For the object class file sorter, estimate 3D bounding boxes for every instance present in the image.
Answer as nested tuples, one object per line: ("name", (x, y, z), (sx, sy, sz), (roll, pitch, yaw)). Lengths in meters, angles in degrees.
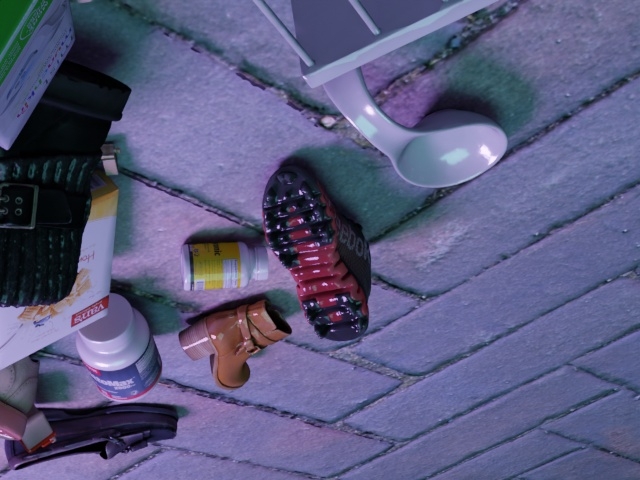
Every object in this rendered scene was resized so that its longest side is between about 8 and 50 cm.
("file sorter", (0.063, -0.297, 0.852), (0.278, 0.192, 0.173), (-22, 143, 19))

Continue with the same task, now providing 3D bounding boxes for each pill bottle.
("pill bottle", (-0.300, 0.155, 1.529), (0.108, 0.108, 0.180), (-9, 147, -2))
("pill bottle", (-0.132, 0.034, 1.427), (0.116, 0.065, 0.065), (-3, 147, -12))

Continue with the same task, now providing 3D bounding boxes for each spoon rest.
("spoon rest", (0.114, -0.127, 1.229), (0.137, 0.084, 0.276), (-33, 140, 32))

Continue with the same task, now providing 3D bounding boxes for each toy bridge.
("toy bridge", (-0.327, -0.095, 1.207), (0.188, 0.026, 0.063), (-7, 146, -6))

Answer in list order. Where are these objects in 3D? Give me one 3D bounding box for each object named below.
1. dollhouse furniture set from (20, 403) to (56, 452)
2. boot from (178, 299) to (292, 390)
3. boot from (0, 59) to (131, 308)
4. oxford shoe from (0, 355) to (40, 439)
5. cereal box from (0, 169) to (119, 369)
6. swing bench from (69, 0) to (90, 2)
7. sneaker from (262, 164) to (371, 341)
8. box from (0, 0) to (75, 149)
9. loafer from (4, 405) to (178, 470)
("dollhouse furniture set", (-0.554, 0.347, 1.648), (0.259, 0.262, 0.135), (-34, 157, -22))
("boot", (-0.112, 0.166, 1.635), (0.152, 0.073, 0.197), (-23, 148, 12))
("boot", (-0.369, -0.074, 1.018), (0.348, 0.131, 0.260), (15, 105, -34))
("oxford shoe", (-0.506, 0.151, 1.445), (0.141, 0.146, 0.397), (13, 155, 12))
("cereal box", (-0.337, 0.039, 1.280), (0.173, 0.047, 0.240), (-28, 148, -35))
("swing bench", (-0.216, -0.321, 0.758), (0.255, 0.165, 0.253), (-25, 145, 23))
("sneaker", (0.000, 0.000, 1.386), (0.098, 0.135, 0.276), (-9, 126, 21))
("box", (-0.327, -0.199, 0.771), (0.262, 0.126, 0.231), (30, 171, -9))
("loafer", (-0.398, 0.353, 1.821), (0.303, 0.095, 0.109), (1, 146, -17))
